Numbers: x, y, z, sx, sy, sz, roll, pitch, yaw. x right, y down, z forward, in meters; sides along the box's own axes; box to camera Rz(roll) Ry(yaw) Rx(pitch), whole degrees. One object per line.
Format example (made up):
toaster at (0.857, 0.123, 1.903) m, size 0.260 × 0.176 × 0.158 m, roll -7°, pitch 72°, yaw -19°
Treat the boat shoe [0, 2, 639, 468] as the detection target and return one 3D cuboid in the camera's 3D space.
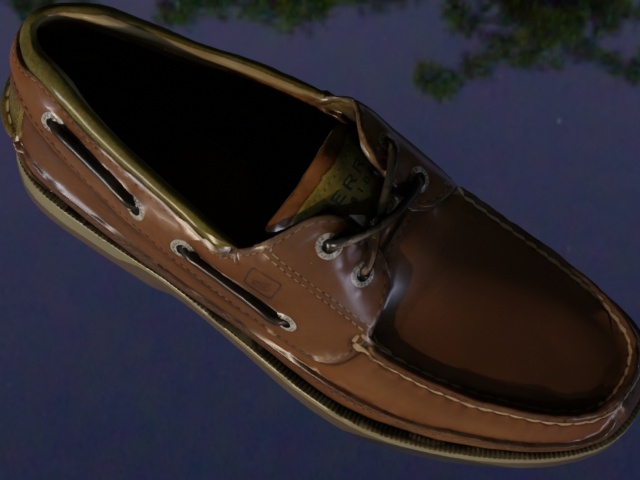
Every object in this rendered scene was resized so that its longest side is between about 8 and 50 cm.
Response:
boat shoe at (0.000, 0.000, 0.533) m, size 0.307 × 0.104 × 0.111 m, roll 24°, pitch -115°, yaw 5°
